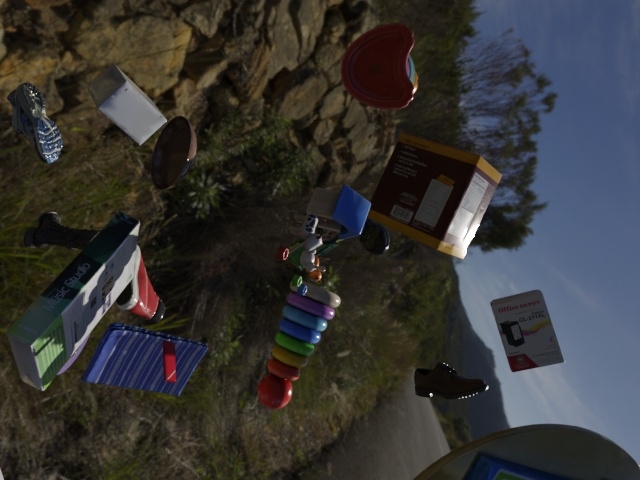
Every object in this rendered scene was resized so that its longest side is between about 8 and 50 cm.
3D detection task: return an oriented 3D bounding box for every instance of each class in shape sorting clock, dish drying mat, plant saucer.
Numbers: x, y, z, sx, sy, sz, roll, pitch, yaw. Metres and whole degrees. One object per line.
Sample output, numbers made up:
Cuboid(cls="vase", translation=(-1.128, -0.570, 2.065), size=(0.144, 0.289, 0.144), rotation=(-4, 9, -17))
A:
Cuboid(cls="shape sorting clock", translation=(0.129, 0.212, 0.325), size=(0.206, 0.206, 0.040), rotation=(63, 2, -16))
Cuboid(cls="dish drying mat", translation=(-0.303, 0.242, 0.958), size=(0.032, 0.008, 0.083), rotation=(36, 34, -50))
Cuboid(cls="plant saucer", translation=(-0.319, -0.188, 1.049), size=(0.029, 0.168, 0.168), rotation=(17, 42, -44))

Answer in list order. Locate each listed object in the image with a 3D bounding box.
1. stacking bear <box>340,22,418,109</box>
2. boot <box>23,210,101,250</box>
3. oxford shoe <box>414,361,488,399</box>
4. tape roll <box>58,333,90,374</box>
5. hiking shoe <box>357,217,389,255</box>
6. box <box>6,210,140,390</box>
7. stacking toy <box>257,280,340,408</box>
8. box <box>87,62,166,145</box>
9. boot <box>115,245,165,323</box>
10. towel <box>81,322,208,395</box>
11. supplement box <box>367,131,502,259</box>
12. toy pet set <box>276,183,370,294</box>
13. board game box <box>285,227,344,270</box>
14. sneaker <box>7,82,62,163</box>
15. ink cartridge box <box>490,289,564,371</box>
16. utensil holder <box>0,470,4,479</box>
Cuboid(cls="stacking bear", translation=(0.163, -0.397, 1.162), size=(0.289, 0.164, 0.175), rotation=(-30, 120, -69))
Cuboid(cls="boot", translation=(-0.892, -0.023, 1.706), size=(0.263, 0.229, 0.091), rotation=(-109, -155, -63))
Cuboid(cls="oxford shoe", translation=(0.364, 0.399, 1.368), size=(0.083, 0.227, 0.096), rotation=(-6, 87, -50))
Cuboid(cls="tape roll", translation=(-0.692, 0.255, 1.277), size=(0.080, 0.189, 0.189), rotation=(23, 11, -2))
Cuboid(cls="hiking shoe", translation=(0.098, -0.044, 1.310), size=(0.114, 0.086, 0.227), rotation=(10, 35, -42))
Cuboid(cls="box", translation=(-0.489, 0.120, 0.978), size=(0.058, 0.232, 0.322), rotation=(27, 48, -4))
Cuboid(cls="stacking toy", translation=(-0.070, 0.273, 1.231), size=(0.141, 0.330, 0.141), rotation=(22, -8, 3))
Cuboid(cls="box", translation=(-0.467, -0.329, 1.149), size=(0.130, 0.091, 0.170), rotation=(47, 0, -44))
Cuboid(cls="boot", translation=(-0.550, 0.136, 1.475), size=(0.176, 0.088, 0.244), rotation=(52, 16, -52))
Cuboid(cls="towel", translation=(-0.566, 0.398, 1.557), size=(0.336, 0.243, 0.040), rotation=(22, 19, -33))
Cuboid(cls="supplement box", translation=(0.231, -0.094, 0.994), size=(0.191, 0.194, 0.129), rotation=(29, 8, 39))
Cuboid(cls="toy pet set", translation=(0.011, 0.002, 0.552), size=(0.122, 0.065, 0.114), rotation=(69, 39, -63))
Cuboid(cls="board game box", translation=(0.000, 0.000, 1.663), size=(0.136, 0.260, 0.030), rotation=(36, -25, 51))
Cuboid(cls="sneaker", translation=(-0.496, -0.198, 0.826), size=(0.052, 0.058, 0.135), rotation=(-42, 119, -70))
Cuboid(cls="ink cartridge box", translation=(0.515, 0.225, 1.201), size=(0.072, 0.128, 0.175), rotation=(-9, 81, -71))
Cuboid(cls="utensil holder", translation=(-0.802, 0.611, 0.966), size=(0.385, 0.327, 0.327), rotation=(43, -5, 29))
